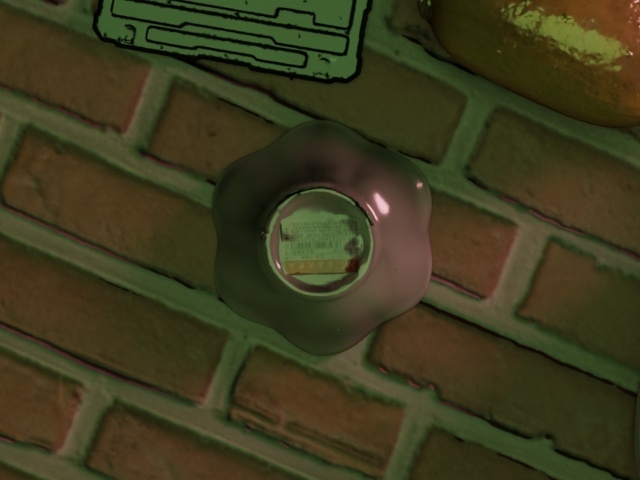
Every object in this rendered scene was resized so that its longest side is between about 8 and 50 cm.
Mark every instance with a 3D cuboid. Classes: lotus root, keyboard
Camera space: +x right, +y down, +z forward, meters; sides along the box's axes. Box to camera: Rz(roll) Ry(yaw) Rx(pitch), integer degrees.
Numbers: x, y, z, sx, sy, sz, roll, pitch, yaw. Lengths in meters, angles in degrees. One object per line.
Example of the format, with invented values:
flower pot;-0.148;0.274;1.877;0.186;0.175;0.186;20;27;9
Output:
lotus root;0.232;-0.190;1.714;0.303;0.131;0.146;20;97;0
keyboard;-0.085;-0.217;1.782;0.262;0.016;0.106;10;96;2

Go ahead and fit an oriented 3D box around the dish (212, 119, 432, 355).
dish;0.000;0.000;1.769;0.229;0.081;0.229;0;96;2

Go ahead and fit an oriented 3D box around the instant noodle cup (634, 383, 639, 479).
instant noodle cup;0.475;0.141;1.687;0.307;0.294;0.294;10;96;-6
